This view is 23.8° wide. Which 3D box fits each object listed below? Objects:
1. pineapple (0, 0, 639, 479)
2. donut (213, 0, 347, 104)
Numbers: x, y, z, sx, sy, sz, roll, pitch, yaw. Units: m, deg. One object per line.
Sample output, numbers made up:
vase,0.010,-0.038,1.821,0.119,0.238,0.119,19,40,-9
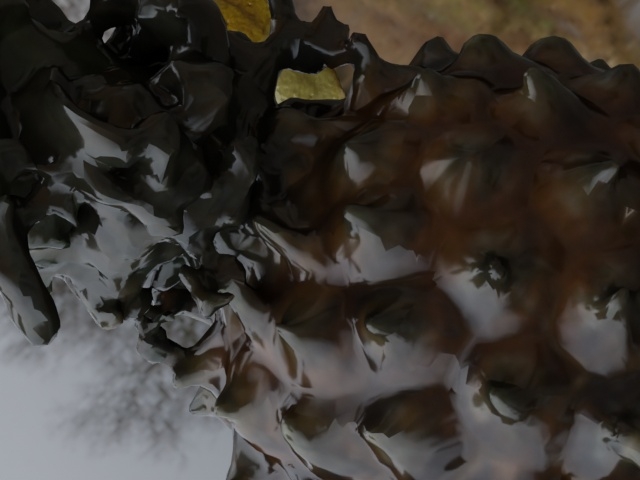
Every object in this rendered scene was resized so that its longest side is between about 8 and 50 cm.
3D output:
pineapple,0.000,0.000,0.403,0.361,0.175,0.175,25,-173,-2
donut,-0.069,-0.130,1.135,0.181,0.078,0.146,28,150,30
